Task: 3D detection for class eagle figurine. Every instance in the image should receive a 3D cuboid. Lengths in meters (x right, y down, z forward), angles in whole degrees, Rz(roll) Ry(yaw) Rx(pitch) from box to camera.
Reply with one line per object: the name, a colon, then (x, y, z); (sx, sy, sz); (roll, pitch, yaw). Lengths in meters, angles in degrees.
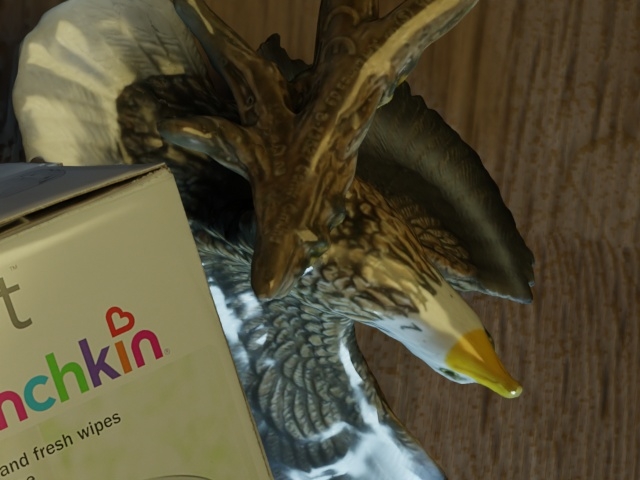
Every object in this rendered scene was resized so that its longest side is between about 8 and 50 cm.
eagle figurine: (0.006, 0.009, 0.751); (0.226, 0.298, 0.225); (-17, 71, -2)

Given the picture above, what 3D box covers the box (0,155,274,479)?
box: (-0.125, 0.094, 0.623); (0.127, 0.262, 0.231); (-25, 105, -28)
